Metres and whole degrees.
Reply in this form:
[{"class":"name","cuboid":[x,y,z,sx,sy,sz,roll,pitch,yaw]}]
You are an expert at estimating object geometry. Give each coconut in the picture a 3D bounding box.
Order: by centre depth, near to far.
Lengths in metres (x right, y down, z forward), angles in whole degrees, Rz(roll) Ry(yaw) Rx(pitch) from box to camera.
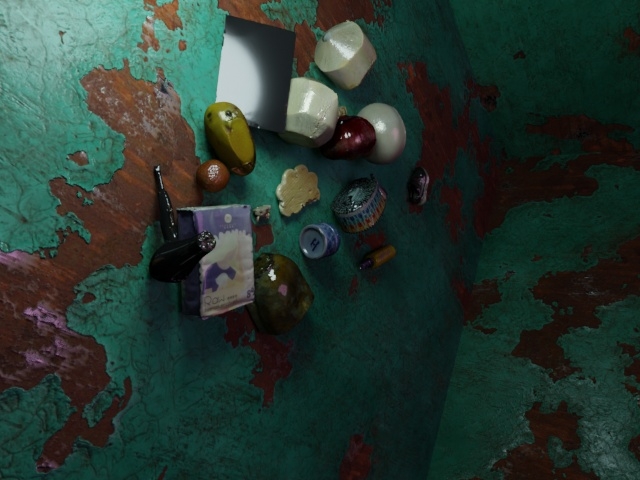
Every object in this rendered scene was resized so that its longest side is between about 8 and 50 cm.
[{"class":"coconut","cuboid":[-0.046,-0.485,1.620,0.245,0.245,0.247,24,80,-50]},{"class":"coconut","cuboid":[0.094,-0.767,1.789,0.244,0.239,0.238,26,71,-55]}]

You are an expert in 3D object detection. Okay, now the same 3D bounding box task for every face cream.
[{"class":"face cream","cuboid":[0.282,0.092,2.201,0.273,0.078,0.078,-22,110,-49]}]

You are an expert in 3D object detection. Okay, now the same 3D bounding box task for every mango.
[{"class":"mango","cuboid":[-0.285,-0.318,1.399,0.130,0.167,0.261,-33,127,-19]}]

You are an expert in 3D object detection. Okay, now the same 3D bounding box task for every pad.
[{"class":"pad","cuboid":[-0.218,-0.565,1.481,0.248,0.007,0.367,7,86,-19]}]

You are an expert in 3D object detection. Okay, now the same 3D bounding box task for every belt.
[{"class":"belt","cuboid":[0.180,-0.154,1.960,0.160,0.207,0.295,62,33,-28]}]

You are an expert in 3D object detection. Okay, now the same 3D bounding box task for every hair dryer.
[{"class":"hair dryer","cuboid":[-0.413,-0.067,1.206,0.120,0.304,0.359,-6,74,-41]}]

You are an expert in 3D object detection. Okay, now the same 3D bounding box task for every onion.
[{"class":"onion","cuboid":[0.109,-0.429,1.819,0.246,0.247,0.190,-14,96,-51]}]

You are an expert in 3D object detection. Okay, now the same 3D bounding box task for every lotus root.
[{"class":"lotus root","cuboid":[-0.145,0.170,1.614,0.267,0.150,0.260,-48,128,-43]}]

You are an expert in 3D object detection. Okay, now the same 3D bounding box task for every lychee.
[{"class":"lychee","cuboid":[-0.336,-0.211,1.380,0.140,0.101,0.114,-53,147,-53]}]

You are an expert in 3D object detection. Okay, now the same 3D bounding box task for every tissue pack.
[{"class":"tissue pack","cuboid":[-0.327,0.060,1.383,0.242,0.126,0.343,-13,104,-55]}]

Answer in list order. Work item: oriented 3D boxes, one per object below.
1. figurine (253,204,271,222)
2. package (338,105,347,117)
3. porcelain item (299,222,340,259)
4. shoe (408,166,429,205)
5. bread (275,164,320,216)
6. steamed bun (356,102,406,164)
[{"class":"figurine","cuboid":[-0.213,-0.098,1.596,0.083,0.047,0.050,-31,131,-54]},{"class":"package","cuboid":[0.089,-0.529,1.942,0.071,0.047,0.131,-30,113,-50]},{"class":"porcelain item","cuboid":[0.000,0.000,1.781,0.114,0.147,0.147,-12,102,-50]},{"class":"shoe","cuboid":[0.560,-0.314,2.520,0.112,0.099,0.227,-8,99,-44]},{"class":"bread","cuboid":[-0.093,-0.207,1.738,0.251,0.039,0.181,-35,118,-45]},{"class":"steamed bun","cuboid":[0.245,-0.478,1.977,0.177,0.283,0.282,-17,107,-25]}]
